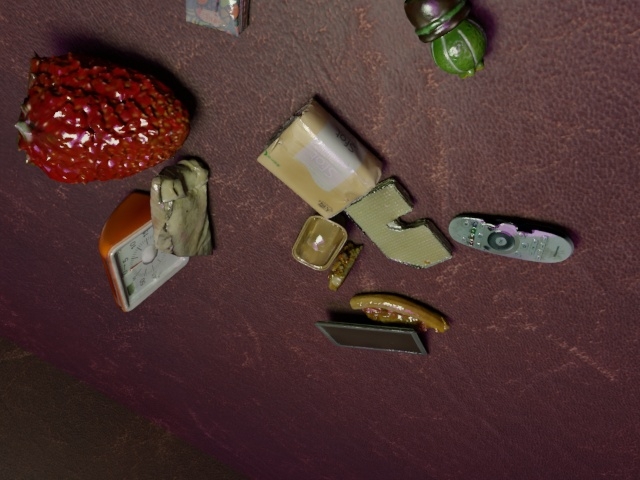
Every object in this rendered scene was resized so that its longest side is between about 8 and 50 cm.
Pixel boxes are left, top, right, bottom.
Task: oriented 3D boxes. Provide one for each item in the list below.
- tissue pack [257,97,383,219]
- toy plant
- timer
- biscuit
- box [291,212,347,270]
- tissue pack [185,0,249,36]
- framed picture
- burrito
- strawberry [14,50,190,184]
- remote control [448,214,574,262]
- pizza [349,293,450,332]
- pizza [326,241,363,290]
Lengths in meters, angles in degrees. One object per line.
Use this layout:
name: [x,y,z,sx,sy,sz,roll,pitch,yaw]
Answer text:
tissue pack: [0.000,-0.166,1.032,0.222,0.090,0.186,42,135,-18]
toy plant: [0.210,-0.339,0.780,0.092,0.093,0.162,-24,122,38]
timer: [-0.494,0.032,1.313,0.161,0.250,0.257,17,136,7]
biscuit: [0.183,-0.028,1.117,0.147,0.046,0.250,-28,115,38]
box: [0.000,0.000,1.181,0.111,0.111,0.177,26,136,-3]
tissue pack: [-0.183,-0.454,0.855,0.108,0.060,0.148,20,135,6]
framed picture: [0.152,0.282,1.397,0.293,0.018,0.231,2,153,22]
burrito: [-0.359,-0.053,1.237,0.107,0.175,0.348,36,142,24]
strawberry: [-0.462,-0.244,1.055,0.343,0.292,0.292,15,137,-11]
remote control: [0.408,-0.009,1.044,0.256,0.045,0.097,13,134,15]
pizza: [0.212,0.204,1.321,0.271,0.056,0.134,21,136,2]
pizza: [0.056,0.065,1.223,0.046,0.134,0.175,29,176,6]
